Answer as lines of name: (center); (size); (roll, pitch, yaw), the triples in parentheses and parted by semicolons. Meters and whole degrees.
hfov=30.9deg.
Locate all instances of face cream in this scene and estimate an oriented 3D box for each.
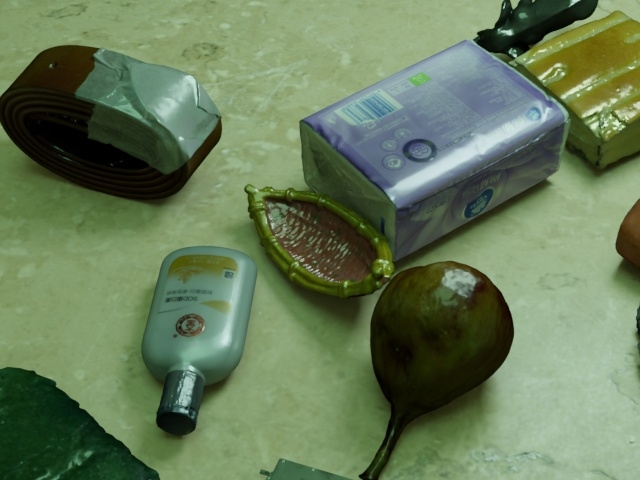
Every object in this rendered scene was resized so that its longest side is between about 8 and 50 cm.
face cream: (-0.173, 0.130, 1.578); (0.144, 0.071, 0.291); (3, 47, 7)

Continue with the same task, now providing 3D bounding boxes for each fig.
fig: (0.111, 0.153, 1.478); (0.290, 0.190, 0.190); (-40, 55, -13)

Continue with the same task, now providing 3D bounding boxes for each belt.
belt: (-0.322, -0.184, 1.786); (0.338, 0.217, 0.122); (15, 50, 15)

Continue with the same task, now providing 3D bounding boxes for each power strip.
power strip: (-0.012, 0.305, 1.435); (0.136, 0.019, 0.051); (13, 50, 15)

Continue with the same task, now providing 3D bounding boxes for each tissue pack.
tissue pack: (0.173, -0.141, 1.753); (0.338, 0.160, 0.242); (-27, 52, -22)

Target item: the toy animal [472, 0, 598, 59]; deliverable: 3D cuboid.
toy animal: (0.361, -0.384, 1.963); (0.245, 0.114, 0.146); (-37, 13, 26)

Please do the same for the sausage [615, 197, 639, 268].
sausage: (0.540, 0.032, 1.598); (0.259, 0.113, 0.113); (32, 56, 31)

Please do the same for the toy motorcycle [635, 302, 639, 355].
toy motorcycle: (0.472, 0.141, 1.489); (0.080, 0.122, 0.215); (2, 45, -16)

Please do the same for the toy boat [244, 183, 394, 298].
toy boat: (0.003, 0.005, 1.656); (0.141, 0.099, 0.318); (-42, 45, -14)

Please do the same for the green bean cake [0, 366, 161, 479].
green bean cake: (-0.365, 0.330, 1.338); (0.308, 0.169, 0.300); (34, 55, 31)

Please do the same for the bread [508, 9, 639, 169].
bread: (0.462, -0.243, 1.862); (0.246, 0.111, 0.239); (-24, 49, -18)
